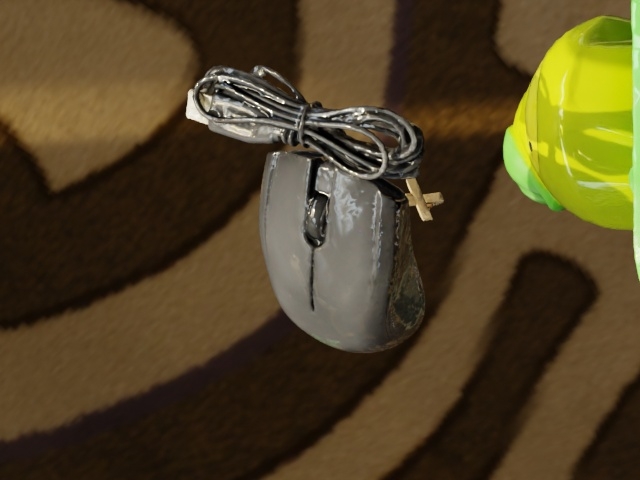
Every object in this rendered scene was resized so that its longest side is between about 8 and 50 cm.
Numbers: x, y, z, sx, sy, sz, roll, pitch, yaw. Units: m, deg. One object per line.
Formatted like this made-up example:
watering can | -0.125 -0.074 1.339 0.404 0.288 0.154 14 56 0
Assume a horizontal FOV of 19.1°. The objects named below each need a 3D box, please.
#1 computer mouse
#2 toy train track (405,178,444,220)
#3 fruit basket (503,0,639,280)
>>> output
computer mouse | 0.000 0.000 1.415 0.188 0.272 0.072 17 54 28
toy train track | 0.074 -0.033 1.774 0.083 0.014 0.048 -7 58 -23
fruit basket | 0.271 -0.112 1.455 0.283 0.392 0.392 21 62 -57
